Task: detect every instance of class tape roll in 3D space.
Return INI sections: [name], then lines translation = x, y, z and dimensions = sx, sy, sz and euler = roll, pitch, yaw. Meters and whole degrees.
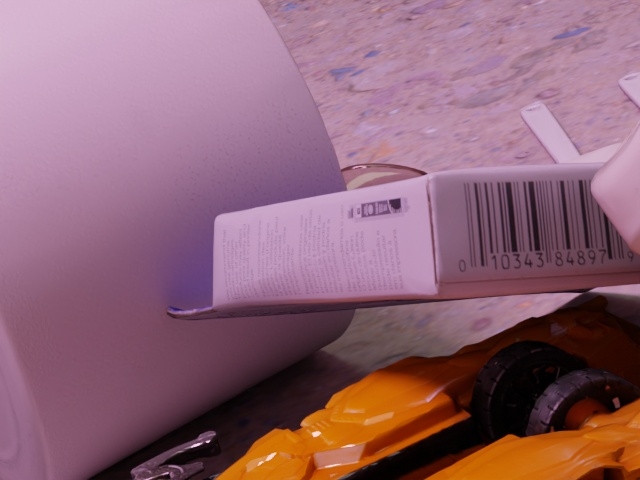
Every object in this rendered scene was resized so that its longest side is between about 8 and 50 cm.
[tape roll]
translation = -0.118, -0.021, 0.892
dimensions = 0.169, 0.246, 0.246
euler = -28, 19, -22

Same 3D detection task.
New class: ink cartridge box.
[ink cartridge box]
translation = 0.079, -0.001, 0.746
dimensions = 0.223, 0.045, 0.224
euler = -3, -3, -29

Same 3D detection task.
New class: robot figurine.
[robot figurine]
translation = 0.014, 0.114, 0.620
dimensions = 0.291, 0.085, 0.211
euler = -25, 18, -16

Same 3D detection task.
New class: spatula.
[spatula]
translation = 0.189, -0.069, 1.057
dimensions = 0.168, 0.019, 0.242
euler = -21, 18, 3

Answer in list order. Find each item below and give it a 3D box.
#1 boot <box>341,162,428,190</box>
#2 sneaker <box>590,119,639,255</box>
[boot]
translation = 0.000, 0.000, 1.041
dimensions = 0.118, 0.042, 0.087
euler = -15, 25, 20
[sneaker]
translation = 0.252, -0.049, 0.647
dimensions = 0.350, 0.148, 0.131
euler = -32, -18, -29
